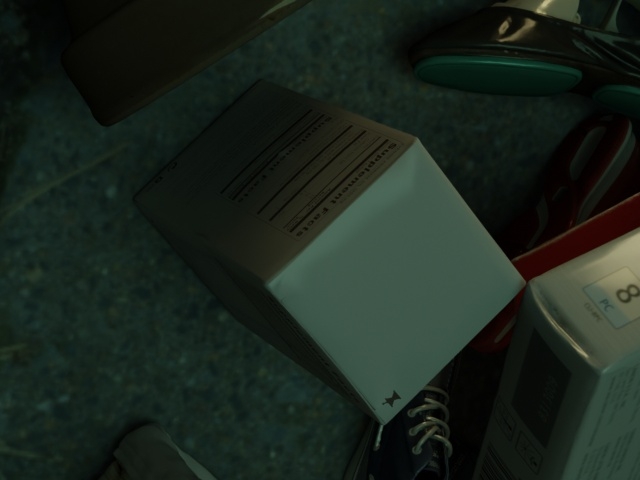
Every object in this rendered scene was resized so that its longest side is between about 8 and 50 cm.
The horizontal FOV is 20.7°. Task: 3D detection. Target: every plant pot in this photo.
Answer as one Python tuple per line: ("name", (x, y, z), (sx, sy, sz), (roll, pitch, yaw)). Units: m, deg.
("plant pot", (-0.087, -0.235, 1.098), (0.263, 0.263, 0.229), (-34, 99, -14))

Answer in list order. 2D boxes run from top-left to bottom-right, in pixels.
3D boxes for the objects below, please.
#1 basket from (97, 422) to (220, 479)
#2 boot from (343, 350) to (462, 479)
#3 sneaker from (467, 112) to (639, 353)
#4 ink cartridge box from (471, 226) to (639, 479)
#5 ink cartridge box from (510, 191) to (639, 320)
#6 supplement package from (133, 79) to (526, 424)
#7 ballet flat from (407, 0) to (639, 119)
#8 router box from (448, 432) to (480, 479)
("basket", (-0.058, 0.360, 1.202), (0.266, 0.331, 0.328), (-47, 117, -6))
("boot", (0.080, 0.139, 1.347), (0.069, 0.086, 0.190), (13, 97, -28))
("sneaker", (0.208, 0.021, 1.372), (0.128, 0.087, 0.221), (43, 78, -28))
("ink cartridge box", (0.297, 0.071, 1.273), (0.385, 0.091, 0.308), (-26, 148, -22))
("ink cartridge box", (0.280, 0.064, 1.370), (0.261, 0.066, 0.296), (-31, 140, -16))
("supplement package", (0.000, 0.000, 1.182), (0.134, 0.244, 0.139), (-44, 118, -9))
("ballet flat", (0.201, -0.145, 1.326), (0.280, 0.095, 0.096), (10, 76, -15))
("router box", (0.105, 0.225, 1.408), (0.092, 0.038, 0.122), (31, 89, -28))
